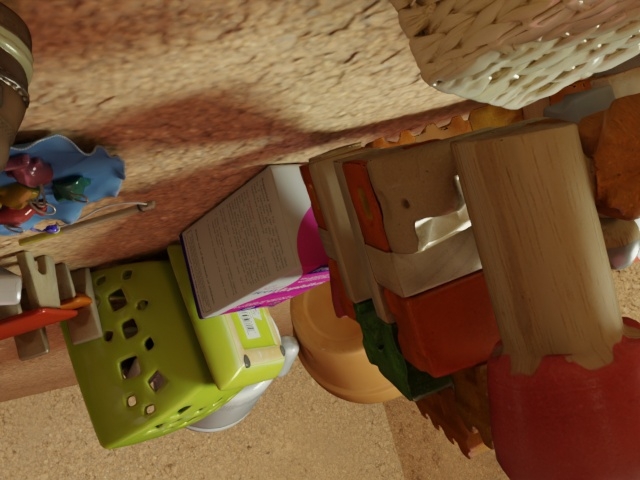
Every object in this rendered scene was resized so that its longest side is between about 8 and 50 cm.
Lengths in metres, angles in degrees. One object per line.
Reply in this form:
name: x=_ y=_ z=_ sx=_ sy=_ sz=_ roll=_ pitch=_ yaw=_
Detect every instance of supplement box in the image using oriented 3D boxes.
supplement box: x=-0.054 y=0.004 z=0.808 sx=0.111 sy=0.114 sz=0.220 roll=-7 pitch=165 yaw=-37

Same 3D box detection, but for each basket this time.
basket: x=0.117 y=-0.138 z=0.320 sx=0.167 sy=0.103 sz=0.113 roll=-23 pitch=167 yaw=39

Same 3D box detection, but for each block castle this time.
block castle: x=0.171 y=0.003 z=0.517 sx=0.302 sy=0.213 sz=0.453 roll=-17 pitch=-171 yaw=-9

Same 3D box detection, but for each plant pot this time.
plant pot: x=-0.187 y=0.129 z=0.985 sx=0.207 sy=0.228 sz=0.227 roll=-24 pitch=168 yaw=13
plant pot: x=0.066 y=0.140 z=1.342 sx=0.290 sy=0.291 sz=0.203 roll=-18 pitch=153 yaw=11

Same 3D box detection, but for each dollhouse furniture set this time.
dollhouse furniture set: x=-0.398 y=0.112 z=0.788 sx=0.259 sy=0.135 sz=0.262 roll=-17 pitch=170 yaw=7

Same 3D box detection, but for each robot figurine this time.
robot figurine: x=-0.188 y=0.218 z=1.270 sx=0.299 sy=0.200 sz=0.353 roll=0 pitch=153 yaw=-18

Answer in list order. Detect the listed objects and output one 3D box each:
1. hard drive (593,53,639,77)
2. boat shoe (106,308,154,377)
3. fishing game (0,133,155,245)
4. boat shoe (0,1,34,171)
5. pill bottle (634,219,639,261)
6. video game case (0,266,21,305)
hard drive: x=0.347 y=-0.167 z=0.656 sx=0.171 sy=0.054 sz=0.255 roll=-16 pitch=170 yaw=3
boat shoe: x=-0.351 y=0.172 z=1.292 sx=0.111 sy=0.104 sz=0.307 roll=-47 pitch=171 yaw=-13
fishing game: x=-0.241 y=-0.028 z=0.546 sx=0.189 sy=0.041 sz=0.264 roll=-15 pitch=167 yaw=1
boat shoe: x=-0.246 y=-0.027 z=0.357 sx=0.257 sy=0.095 sz=0.095 roll=-24 pitch=156 yaw=29
pill bottle: x=0.267 y=-0.020 z=0.970 sx=0.322 sy=0.182 sz=0.181 roll=-21 pitch=169 yaw=27
video game case: x=-0.328 y=0.023 z=0.481 sx=0.201 sy=0.023 sz=0.183 roll=0 pitch=-174 yaw=-38
